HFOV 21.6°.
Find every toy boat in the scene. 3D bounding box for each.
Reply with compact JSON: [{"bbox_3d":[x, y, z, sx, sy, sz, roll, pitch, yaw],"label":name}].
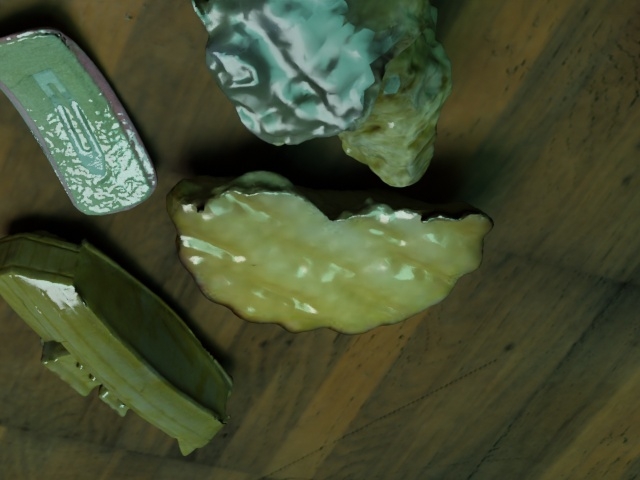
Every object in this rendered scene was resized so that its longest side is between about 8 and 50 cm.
[{"bbox_3d":[-0.126,0.066,1.009,0.072,0.064,0.206,-14,137,26],"label":"toy boat"}]

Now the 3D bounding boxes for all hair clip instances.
[{"bbox_3d":[-0.135,-0.066,0.902,0.054,0.022,0.137,-19,134,12],"label":"hair clip"}]

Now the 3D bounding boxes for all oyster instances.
[{"bbox_3d":[-0.012,-0.149,0.774,0.166,0.110,0.341,-15,122,-2],"label":"oyster"}]

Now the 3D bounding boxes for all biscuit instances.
[{"bbox_3d":[0.000,0.000,0.961,0.183,0.061,0.118,5,135,-10],"label":"biscuit"}]
